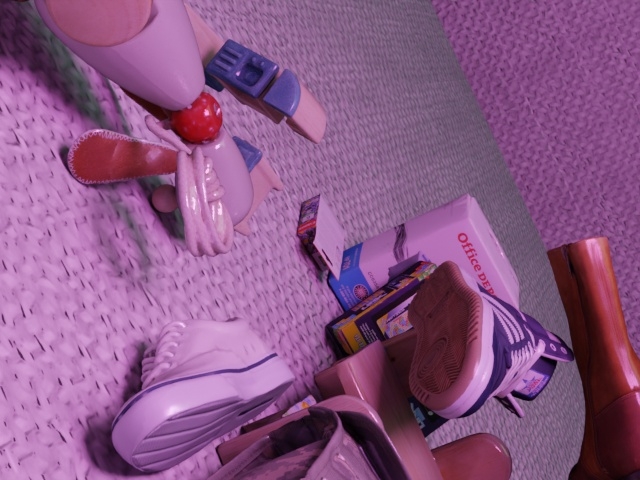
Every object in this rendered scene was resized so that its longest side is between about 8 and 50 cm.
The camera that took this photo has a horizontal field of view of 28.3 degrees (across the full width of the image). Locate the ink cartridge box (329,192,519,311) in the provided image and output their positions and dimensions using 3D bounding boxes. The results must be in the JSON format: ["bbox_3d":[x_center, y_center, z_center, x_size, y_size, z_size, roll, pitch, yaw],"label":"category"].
[{"bbox_3d":[0.127,0.050,1.539,0.139,0.191,0.082,59,19,-16],"label":"ink cartridge box"}]

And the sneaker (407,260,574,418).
[{"bbox_3d":[0.168,0.119,1.202,0.153,0.099,0.282,38,14,-9],"label":"sneaker"}]

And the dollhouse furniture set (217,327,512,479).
[{"bbox_3d":[0.147,0.272,1.205,0.394,0.256,0.362,66,18,2],"label":"dollhouse furniture set"}]

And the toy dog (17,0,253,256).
[{"bbox_3d":[-0.178,-0.139,1.079,0.220,0.161,0.333,-68,145,-70],"label":"toy dog"}]

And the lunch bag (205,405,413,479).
[{"bbox_3d":[0.012,0.256,0.908,0.235,0.169,0.287,64,12,-1],"label":"lunch bag"}]

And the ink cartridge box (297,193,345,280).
[{"bbox_3d":[0.000,0.000,1.515,0.063,0.029,0.115,57,21,-25],"label":"ink cartridge box"}]

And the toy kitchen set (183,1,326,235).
[{"bbox_3d":[-0.123,-0.130,1.292,0.207,0.166,0.122,32,-6,38],"label":"toy kitchen set"}]

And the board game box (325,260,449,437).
[{"bbox_3d":[0.108,0.132,1.467,0.170,0.141,0.048,61,-15,-14],"label":"board game box"}]

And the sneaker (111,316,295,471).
[{"bbox_3d":[-0.107,0.114,1.006,0.091,0.094,0.258,47,12,11],"label":"sneaker"}]

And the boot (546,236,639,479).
[{"bbox_3d":[0.278,0.143,1.319,0.264,0.096,0.280,82,-11,-82],"label":"boot"}]
